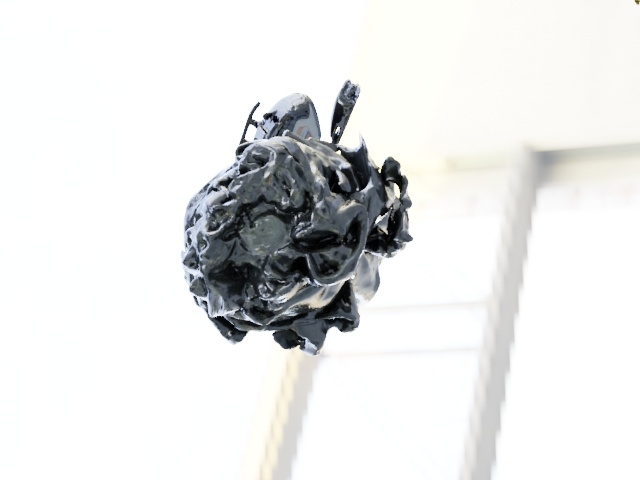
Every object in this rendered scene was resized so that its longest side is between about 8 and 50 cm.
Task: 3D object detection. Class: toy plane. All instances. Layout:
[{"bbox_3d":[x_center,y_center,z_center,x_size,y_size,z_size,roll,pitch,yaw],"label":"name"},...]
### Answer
[{"bbox_3d":[-0.031,-0.047,1.617,0.053,0.078,0.197,51,128,55],"label":"toy plane"}]

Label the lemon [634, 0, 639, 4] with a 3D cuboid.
[{"bbox_3d":[0.204,-0.186,0.806,0.204,0.204,0.260,19,-104,-68],"label":"lemon"}]

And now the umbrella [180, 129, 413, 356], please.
[{"bbox_3d":[-0.008,0.009,1.295,0.128,0.154,0.336,47,178,8],"label":"umbrella"}]
